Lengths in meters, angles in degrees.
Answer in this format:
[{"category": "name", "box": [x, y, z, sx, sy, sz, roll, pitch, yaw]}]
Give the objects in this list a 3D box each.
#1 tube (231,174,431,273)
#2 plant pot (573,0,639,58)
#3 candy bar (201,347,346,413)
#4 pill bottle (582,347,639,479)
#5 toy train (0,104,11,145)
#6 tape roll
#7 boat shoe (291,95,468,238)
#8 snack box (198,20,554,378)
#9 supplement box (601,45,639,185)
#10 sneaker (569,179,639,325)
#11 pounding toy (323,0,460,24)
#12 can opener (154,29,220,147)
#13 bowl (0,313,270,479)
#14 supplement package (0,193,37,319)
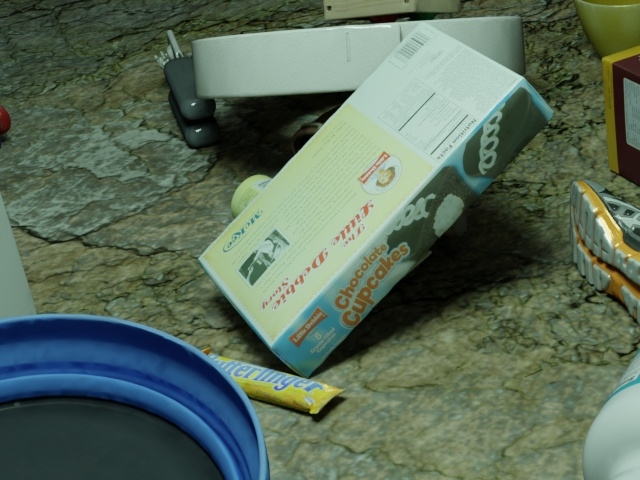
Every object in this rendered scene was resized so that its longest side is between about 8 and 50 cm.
[{"category": "tube", "box": [0.000, 0.000, 1.387, 0.062, 0.070, 0.240, 10, 12, -42]}, {"category": "plant pot", "box": [0.381, -0.268, 1.708, 0.134, 0.095, 0.134, -8, 27, 4]}, {"category": "candy bar", "box": [-0.053, 0.123, 1.209, 0.161, 0.018, 0.040, 12, 35, 35]}, {"category": "pill bottle", "box": [0.272, 0.128, 0.949, 0.146, 0.146, 0.264, 8, 33, 31]}, {"category": "toy train", "box": [-0.506, -0.225, 1.780, 0.143, 0.248, 0.105, 9, 33, 41]}, {"category": "tape roll", "box": [0.044, -0.212, 1.609, 0.392, 0.072, 0.392, -4, 8, 1]}, {"category": "boat shoe", "box": [0.055, -0.064, 1.432, 0.116, 0.123, 0.324, -21, 20, -11]}, {"category": "snack box", "box": [0.043, -0.045, 1.273, 0.322, 0.060, 0.187, -46, 35, 1]}, {"category": "supplement box", "box": [0.420, -0.125, 1.390, 0.191, 0.129, 0.194, -19, 29, -17]}, {"category": "sneaker", "box": [0.289, 0.010, 1.243, 0.083, 0.084, 0.215, -15, 37, -13]}, {"category": "pounding toy", "box": [0.040, -0.309, 1.716, 0.206, 0.094, 0.181, 0, 8, 32]}, {"category": "can opener", "box": [-0.162, -0.206, 1.805, 0.093, 0.074, 0.280, -12, 28, -5]}, {"category": "bowl", "box": [-0.227, 0.204, 0.997, 0.391, 0.077, 0.391, -4, 37, 3]}, {"category": "supplement package", "box": [-0.402, 0.029, 1.307, 0.149, 0.203, 0.194, 4, 32, 27]}]
